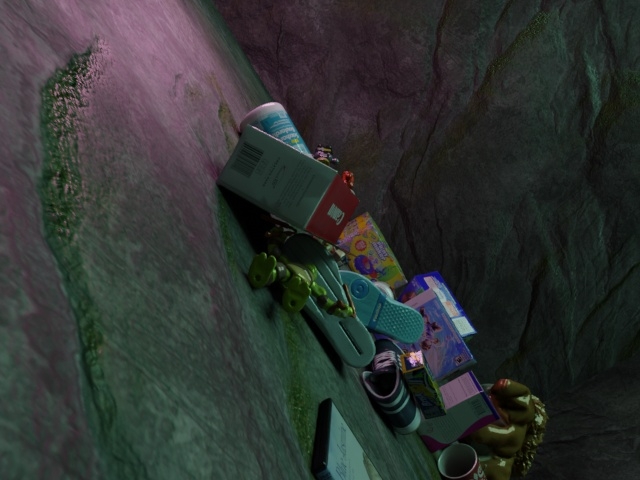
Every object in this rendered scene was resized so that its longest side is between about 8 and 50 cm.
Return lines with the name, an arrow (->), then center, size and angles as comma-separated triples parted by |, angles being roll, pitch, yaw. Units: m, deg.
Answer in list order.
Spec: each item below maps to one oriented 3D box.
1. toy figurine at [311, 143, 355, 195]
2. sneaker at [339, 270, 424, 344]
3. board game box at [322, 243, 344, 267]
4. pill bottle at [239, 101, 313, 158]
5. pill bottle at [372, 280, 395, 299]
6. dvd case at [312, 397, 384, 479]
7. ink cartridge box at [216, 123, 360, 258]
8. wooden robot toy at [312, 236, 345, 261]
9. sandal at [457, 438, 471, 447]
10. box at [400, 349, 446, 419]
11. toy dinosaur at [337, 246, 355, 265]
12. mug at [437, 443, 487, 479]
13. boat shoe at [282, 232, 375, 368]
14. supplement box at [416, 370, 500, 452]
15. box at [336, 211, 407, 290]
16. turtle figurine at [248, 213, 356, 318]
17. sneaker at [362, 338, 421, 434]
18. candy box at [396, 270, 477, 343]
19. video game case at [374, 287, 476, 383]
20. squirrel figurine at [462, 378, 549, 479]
toy figurine -> -0.006, -0.186, 1.676 | 0.209, 0.213, 0.148 | 51, 27, -29
sneaker -> 0.110, 0.184, 1.408 | 0.319, 0.127, 0.208 | 34, -14, -18
board game box -> -0.003, -0.044, 1.798 | 0.145, 0.027, 0.281 | 50, 12, -52
pill bottle -> -0.112, -0.252, 1.463 | 0.264, 0.146, 0.146 | 59, 8, 6
pill bottle -> 0.199, 0.205, 1.775 | 0.121, 0.121, 0.221 | 60, 8, 8
dvd case -> 0.068, 0.370, 0.727 | 0.253, 0.022, 0.180 | 58, 8, -6
ink cartridge box -> -0.022, -0.086, 1.066 | 0.271, 0.130, 0.309 | 30, 1, 13
wooden robot toy -> 0.000, 0.000, 1.607 | 0.079, 0.076, 0.173 | -33, 92, -47
sandal -> 0.469, 0.656, 1.859 | 0.303, 0.086, 0.120 | 46, 47, -11
box -> 0.236, 0.331, 1.160 | 0.059, 0.054, 0.169 | -88, 155, -58
toy dinosaur -> 0.083, 0.051, 1.844 | 0.047, 0.090, 0.082 | 46, -34, 40
mug -> 0.403, 0.687, 1.424 | 0.113, 0.150, 0.169 | 4, -51, 54
boat shoe -> 0.005, 0.128, 1.042 | 0.302, 0.109, 0.094 | 62, -17, 0
supplement box -> 0.379, 0.495, 1.464 | 0.111, 0.220, 0.114 | 57, 7, -15
box -> 0.214, 0.063, 2.188 | 0.290, 0.177, 0.279 | 58, 8, -12
turtle figurine -> -0.054, 0.059, 0.900 | 0.269, 0.087, 0.217 | 49, 11, 9
sneaker -> 0.158, 0.309, 1.225 | 0.153, 0.099, 0.282 | 56, 11, -31
candy box -> 0.372, 0.314, 1.818 | 0.268, 0.122, 0.317 | 63, -35, 33
video game case -> 0.321, 0.327, 1.628 | 0.061, 0.244, 0.270 | 39, 21, -56
squirrel figurine -> 0.626, 0.700, 1.733 | 0.397, 0.281, 0.371 | 25, 62, -29
